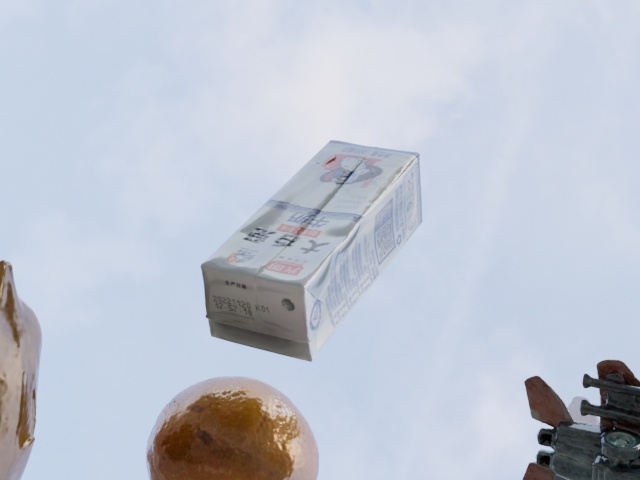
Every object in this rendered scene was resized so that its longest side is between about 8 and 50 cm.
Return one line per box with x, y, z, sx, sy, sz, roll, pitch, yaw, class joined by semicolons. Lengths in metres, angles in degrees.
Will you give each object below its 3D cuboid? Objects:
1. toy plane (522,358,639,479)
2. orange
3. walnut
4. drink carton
0.342;0.234;0.992;0.326;0.104;0.223;16;-62;37;toy plane
-0.110;0.271;1.314;0.224;0.170;0.224;6;-45;6;orange
-0.405;0.171;1.137;0.209;0.209;0.336;26;-80;17;walnut
0.000;0.000;1.188;0.131;0.315;0.106;10;-56;26;drink carton
